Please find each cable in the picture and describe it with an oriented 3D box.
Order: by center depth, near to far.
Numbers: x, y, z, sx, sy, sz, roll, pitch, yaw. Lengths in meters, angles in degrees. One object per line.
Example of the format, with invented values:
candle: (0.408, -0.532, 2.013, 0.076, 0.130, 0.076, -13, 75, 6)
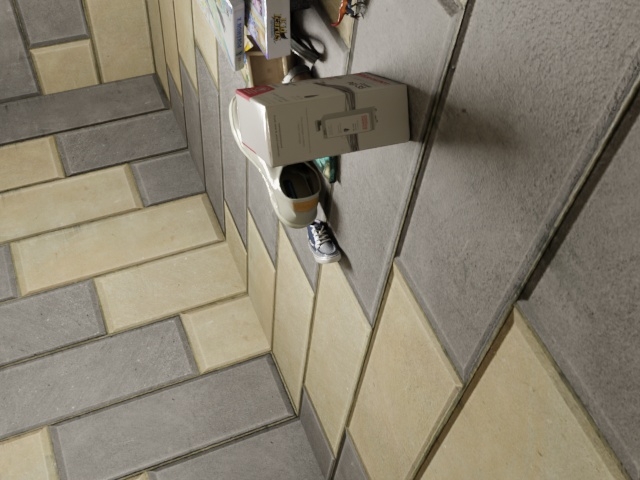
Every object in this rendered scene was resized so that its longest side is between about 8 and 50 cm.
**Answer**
cable: (-0.092, -0.492, 1.780, 0.287, 0.072, 0.139, 50, -166, 30)

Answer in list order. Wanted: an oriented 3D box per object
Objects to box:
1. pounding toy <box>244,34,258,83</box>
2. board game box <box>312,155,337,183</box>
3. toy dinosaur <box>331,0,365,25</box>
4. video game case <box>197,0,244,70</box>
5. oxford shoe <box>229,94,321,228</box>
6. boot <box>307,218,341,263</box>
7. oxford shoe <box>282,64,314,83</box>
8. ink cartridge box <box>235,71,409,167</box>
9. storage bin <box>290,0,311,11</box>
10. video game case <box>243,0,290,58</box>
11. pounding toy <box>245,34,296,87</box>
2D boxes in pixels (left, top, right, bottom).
pounding toy: (-0.168, -0.536, 1.980, 0.181, 0.094, 0.206, 156, 97, -73)
board game box: (-0.004, -0.247, 1.843, 0.186, 0.026, 0.126, -123, 24, -44)
toy dinosaur: (0.054, -0.456, 1.397, 0.047, 0.090, 0.082, 50, -172, 20)
video game case: (-0.272, -0.626, 1.777, 0.329, 0.036, 0.300, 62, 168, 11)
oxford shoe: (-0.118, -0.246, 1.993, 0.449, 0.169, 0.130, 64, 153, 20)
boot: (0.000, 0.000, 1.983, 0.190, 0.069, 0.086, -142, 36, -66)
oxford shoe: (-0.078, -0.333, 1.828, 0.096, 0.083, 0.227, 65, 146, 22)
ink cartridge box: (0.002, -0.241, 1.387, 0.207, 0.283, 0.117, -138, 39, -60)
storage bin: (-0.089, -0.626, 1.663, 0.122, 0.084, 0.180, 101, 147, -57)
video game case: (-0.142, -0.584, 1.616, 0.244, 0.061, 0.269, 92, 155, -46)
pounding toy: (-0.137, -0.463, 1.877, 0.100, 0.141, 0.130, -61, -31, -56)
